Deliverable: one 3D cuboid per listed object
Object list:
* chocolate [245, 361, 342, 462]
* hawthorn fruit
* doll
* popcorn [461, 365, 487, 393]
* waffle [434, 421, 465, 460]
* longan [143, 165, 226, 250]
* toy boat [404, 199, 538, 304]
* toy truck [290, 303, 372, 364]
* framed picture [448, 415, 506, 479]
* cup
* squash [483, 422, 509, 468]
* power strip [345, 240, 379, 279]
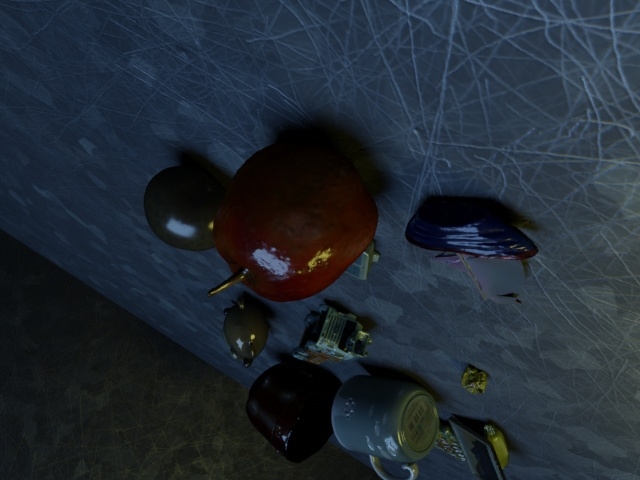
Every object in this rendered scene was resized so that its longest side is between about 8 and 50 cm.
[{"bbox_3d":[-0.132,0.695,2.118,0.332,0.383,0.383,26,155,36],"label":"chocolate"},{"bbox_3d":[-0.071,-0.012,0.862,0.287,0.330,0.287,33,150,22],"label":"hawthorn fruit"},{"bbox_3d":[-0.265,0.337,1.810,0.175,0.234,0.330,-12,163,-11],"label":"doll"},{"bbox_3d":[0.403,0.372,1.320,0.083,0.059,0.068,51,148,-19],"label":"popcorn"},{"bbox_3d":[0.494,0.761,1.883,0.309,0.056,0.292,32,153,-4],"label":"waffle"},{"bbox_3d":[-0.299,-0.070,1.147,0.213,0.197,0.198,21,154,-8],"label":"longan"},{"bbox_3d":[0.292,0.040,0.870,0.318,0.071,0.219,38,155,-21],"label":"toy boat"},{"bbox_3d":[0.040,0.300,1.491,0.185,0.132,0.338,23,156,-7],"label":"toy truck"},{"bbox_3d":[0.535,0.728,1.661,0.192,0.018,0.265,13,131,63],"label":"framed picture"},{"bbox_3d":[0.231,0.630,1.634,0.275,0.260,0.356,-12,90,49],"label":"cup"},{"bbox_3d":[0.560,0.657,1.627,0.094,0.094,0.224,11,140,34],"label":"squash"},{"bbox_3d":[0.000,0.000,1.114,0.271,0.046,0.118,24,152,16],"label":"power strip"}]
